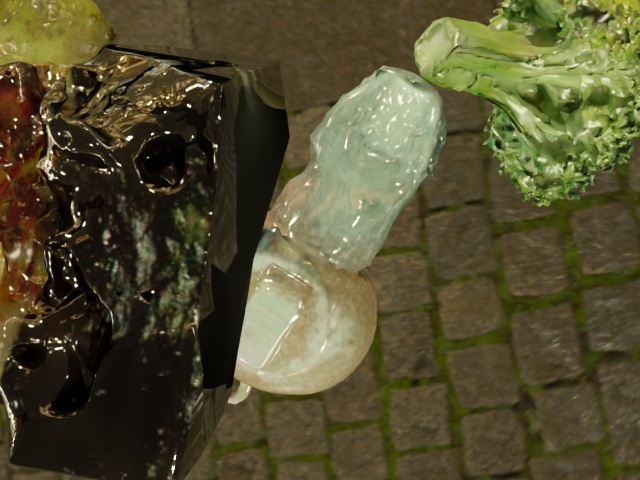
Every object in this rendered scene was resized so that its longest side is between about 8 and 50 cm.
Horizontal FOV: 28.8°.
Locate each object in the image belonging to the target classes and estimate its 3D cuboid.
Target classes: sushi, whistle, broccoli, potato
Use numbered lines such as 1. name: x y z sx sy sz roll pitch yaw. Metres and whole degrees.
1. sushi: -0.143 -0.005 0.771 0.212 0.215 0.227 9 102 6
2. whistle: 0.000 0.000 1.127 0.189 0.189 0.348 36 103 19
3. broccoli: 0.160 -0.130 0.946 0.219 0.194 0.194 -26 79 53
4. potato: -0.349 -0.264 1.315 0.141 0.298 0.176 38 103 44
